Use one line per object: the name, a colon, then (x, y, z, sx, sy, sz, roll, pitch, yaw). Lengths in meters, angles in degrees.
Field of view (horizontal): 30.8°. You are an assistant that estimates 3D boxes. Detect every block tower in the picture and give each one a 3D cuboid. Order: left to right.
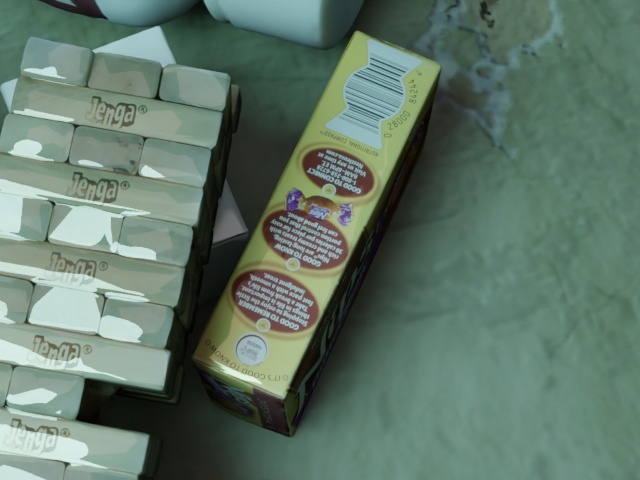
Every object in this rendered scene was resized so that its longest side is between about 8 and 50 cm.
block tower: (-0.110, 0.077, 0.494, 0.091, 0.097, 0.336, 11, 77, -1)

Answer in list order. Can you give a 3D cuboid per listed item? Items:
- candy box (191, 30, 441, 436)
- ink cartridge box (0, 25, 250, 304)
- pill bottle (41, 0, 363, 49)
candy box: (0.000, 0.000, 0.598, 0.053, 0.109, 0.187, 22, 72, 7)
ink cartridge box: (-0.095, -0.020, 0.616, 0.090, 0.092, 0.143, -22, 74, -7)
pill bottle: (-0.153, -0.247, 0.625, 0.392, 0.224, 0.224, 18, 72, 7)
